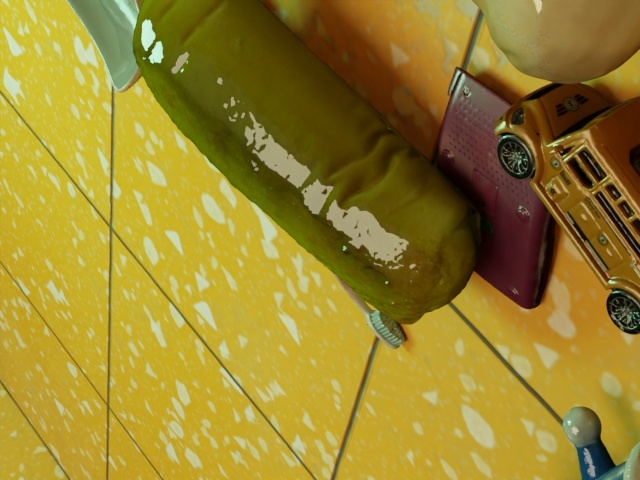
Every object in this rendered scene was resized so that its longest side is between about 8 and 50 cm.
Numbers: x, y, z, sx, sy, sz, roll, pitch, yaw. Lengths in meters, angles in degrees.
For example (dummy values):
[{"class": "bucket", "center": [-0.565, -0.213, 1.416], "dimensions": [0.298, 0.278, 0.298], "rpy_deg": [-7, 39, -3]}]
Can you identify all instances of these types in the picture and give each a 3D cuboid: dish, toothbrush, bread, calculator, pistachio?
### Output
[{"class": "dish", "center": [-0.226, -0.285, 1.351], "dimensions": [0.212, 0.077, 0.151], "rpy_deg": [55, 150, 13]}, {"class": "toothbrush", "center": [0.000, 0.000, 1.244], "dimensions": [0.027, 0.021, 0.269], "rpy_deg": [-29, 102, 44]}, {"class": "bread", "center": [-0.026, -0.079, 1.088], "dimensions": [0.383, 0.112, 0.166], "rpy_deg": [45, 154, 16]}, {"class": "calculator", "center": [0.140, -0.035, 1.014], "dimensions": [0.127, 0.034, 0.190], "rpy_deg": [41, 147, 31]}, {"class": "pistachio", "center": [0.159, -0.192, 0.764], "dimensions": [0.145, 0.117, 0.200], "rpy_deg": [9, 124, 10]}]

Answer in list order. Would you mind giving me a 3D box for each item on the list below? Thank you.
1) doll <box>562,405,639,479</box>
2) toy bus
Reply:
[{"class": "doll", "center": [0.229, 0.249, 1.020], "dimensions": [0.257, 0.161, 0.215], "rpy_deg": [-43, 63, 45]}, {"class": "toy bus", "center": [0.207, -0.030, 0.851], "dimensions": [0.194, 0.083, 0.088], "rpy_deg": [55, 148, 7]}]
